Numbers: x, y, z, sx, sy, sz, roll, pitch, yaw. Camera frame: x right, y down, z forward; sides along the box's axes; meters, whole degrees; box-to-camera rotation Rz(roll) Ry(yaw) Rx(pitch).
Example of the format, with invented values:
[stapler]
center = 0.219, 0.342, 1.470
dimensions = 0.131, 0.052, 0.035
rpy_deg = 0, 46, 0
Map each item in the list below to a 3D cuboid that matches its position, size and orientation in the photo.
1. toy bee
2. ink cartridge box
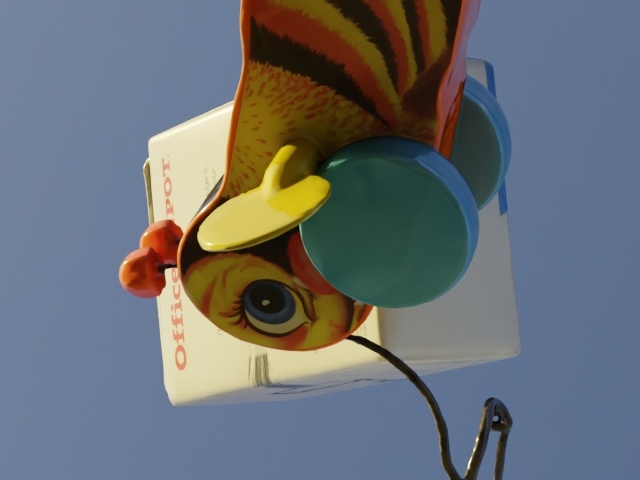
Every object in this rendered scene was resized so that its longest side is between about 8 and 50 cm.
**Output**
[toy bee]
center = -0.008, -0.014, 0.790
dimensions = 0.162, 0.195, 0.298
rpy_deg = 4, -83, 13
[ink cartridge box]
center = 0.000, 0.000, 0.975
dimensions = 0.203, 0.086, 0.148
rpy_deg = -16, -103, 55
